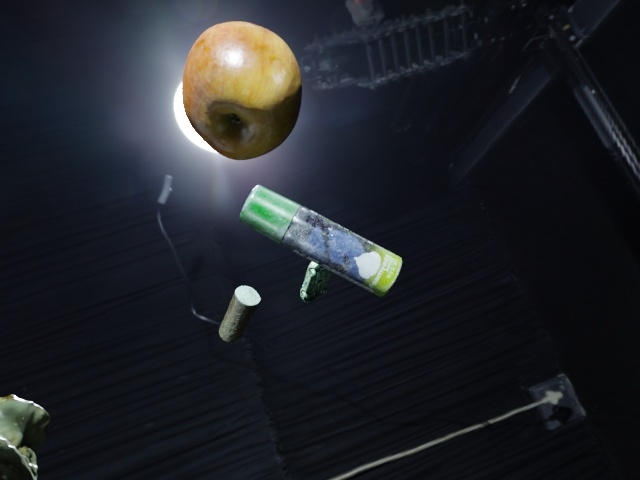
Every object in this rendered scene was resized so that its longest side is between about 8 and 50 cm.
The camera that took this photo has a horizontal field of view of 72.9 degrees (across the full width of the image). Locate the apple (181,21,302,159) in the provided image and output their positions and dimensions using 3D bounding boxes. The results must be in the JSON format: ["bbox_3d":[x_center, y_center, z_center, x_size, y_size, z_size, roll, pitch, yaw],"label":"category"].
[{"bbox_3d":[-0.242,-0.450,1.347,0.392,0.390,0.347,83,2,-47],"label":"apple"}]

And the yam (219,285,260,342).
[{"bbox_3d":[-0.204,0.187,1.093,0.169,0.068,0.068,-61,-139,39],"label":"yam"}]

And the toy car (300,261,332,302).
[{"bbox_3d":[-0.017,0.119,1.332,0.058,0.093,0.186,51,-40,31],"label":"toy car"}]

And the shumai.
[{"bbox_3d":[-0.833,0.546,1.039,0.324,0.397,0.323,56,2,-19],"label":"shumai"}]

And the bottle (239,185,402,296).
[{"bbox_3d":[0.000,0.000,0.879,0.329,0.093,0.093,28,-13,0],"label":"bottle"}]
